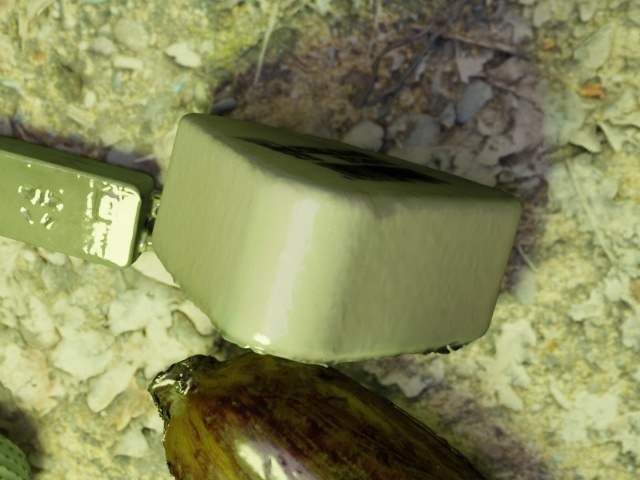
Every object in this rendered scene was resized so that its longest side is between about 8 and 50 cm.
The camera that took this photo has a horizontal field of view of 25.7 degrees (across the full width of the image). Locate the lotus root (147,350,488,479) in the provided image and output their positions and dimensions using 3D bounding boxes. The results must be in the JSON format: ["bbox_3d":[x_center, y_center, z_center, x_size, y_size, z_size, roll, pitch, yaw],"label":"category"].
[{"bbox_3d":[0.009,0.238,1.347,0.397,0.179,0.196,36,108,-1],"label":"lotus root"}]

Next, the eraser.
[{"bbox_3d":[0.000,0.000,1.206,0.331,0.331,0.150,16,103,7],"label":"eraser"}]

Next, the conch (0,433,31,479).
[{"bbox_3d":[-0.394,0.271,1.443,0.172,0.200,0.131,-29,101,41],"label":"conch"}]

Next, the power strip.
[{"bbox_3d":[-0.259,-0.039,1.388,0.288,0.053,0.093,15,110,8],"label":"power strip"}]
